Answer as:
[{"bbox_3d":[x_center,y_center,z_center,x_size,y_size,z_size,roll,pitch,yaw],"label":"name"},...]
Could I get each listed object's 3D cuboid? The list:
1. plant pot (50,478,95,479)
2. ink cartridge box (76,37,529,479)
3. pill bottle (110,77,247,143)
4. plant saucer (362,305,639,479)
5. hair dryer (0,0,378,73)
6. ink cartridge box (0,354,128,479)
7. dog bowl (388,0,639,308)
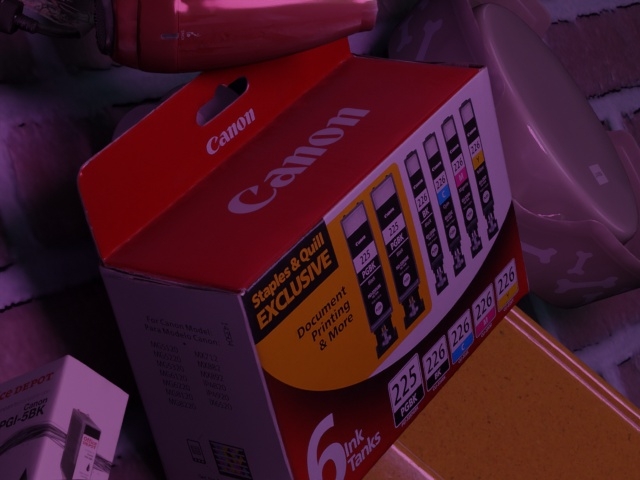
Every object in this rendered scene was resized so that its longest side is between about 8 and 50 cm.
[{"bbox_3d":[-0.147,0.249,0.930,0.263,0.263,0.229,10,64,-50],"label":"plant pot"},{"bbox_3d":[0.000,0.000,1.278,0.309,0.130,0.272,-44,131,-40],"label":"ink cartridge box"},{"bbox_3d":[-0.069,-0.070,1.370,0.180,0.108,0.108,-16,85,-54],"label":"pill bottle"},{"bbox_3d":[0.146,0.172,1.435,0.332,0.081,0.333,39,38,3],"label":"plant saucer"},{"bbox_3d":[-0.099,-0.192,1.267,0.223,0.293,0.080,-52,154,-48],"label":"hair dryer"},{"bbox_3d":[-0.181,0.149,1.115,0.056,0.099,0.135,39,44,-32],"label":"ink cartridge box"},{"bbox_3d":[0.190,-0.092,1.652,0.349,0.102,0.349,45,25,-28],"label":"dog bowl"}]
